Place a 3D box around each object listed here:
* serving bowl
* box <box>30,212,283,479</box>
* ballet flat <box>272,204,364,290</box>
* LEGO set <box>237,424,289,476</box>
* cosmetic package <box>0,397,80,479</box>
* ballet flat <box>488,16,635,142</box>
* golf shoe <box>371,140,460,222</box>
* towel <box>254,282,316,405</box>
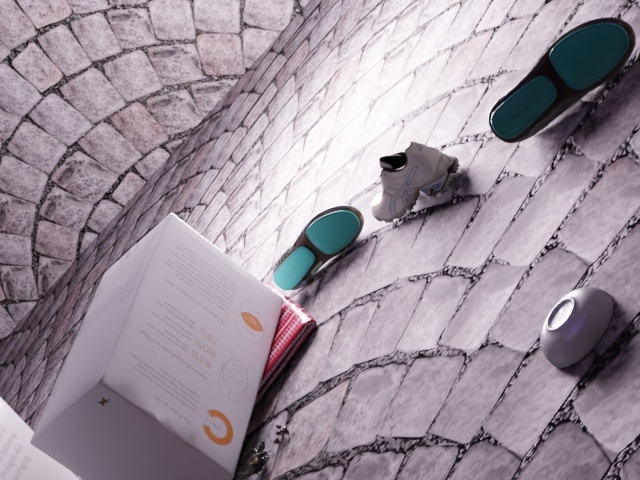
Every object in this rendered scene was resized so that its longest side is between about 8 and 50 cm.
[{"bbox_3d":[0.229,0.074,1.279,0.083,0.027,0.083,-47,17,20],"label":"serving bowl"},{"bbox_3d":[-0.208,0.169,1.869,0.168,0.215,0.345,-39,22,34],"label":"box"},{"bbox_3d":[0.000,0.000,2.007,0.188,0.070,0.070,-39,22,33],"label":"ballet flat"},{"bbox_3d":[-0.068,0.267,1.740,0.083,0.023,0.054,-39,20,5],"label":"LEGO set"},{"bbox_3d":[-0.497,0.428,1.793,0.327,0.394,0.329,-37,12,16],"label":"cosmetic package"},{"bbox_3d":[0.280,-0.189,1.601,0.213,0.072,0.068,-39,-8,36],"label":"ballet flat"},{"bbox_3d":[0.105,-0.084,1.838,0.176,0.086,0.069,-35,27,52],"label":"golf shoe"},{"bbox_3d":[-0.100,0.164,2.011,0.199,0.031,0.275,-53,18,-2],"label":"towel"}]
